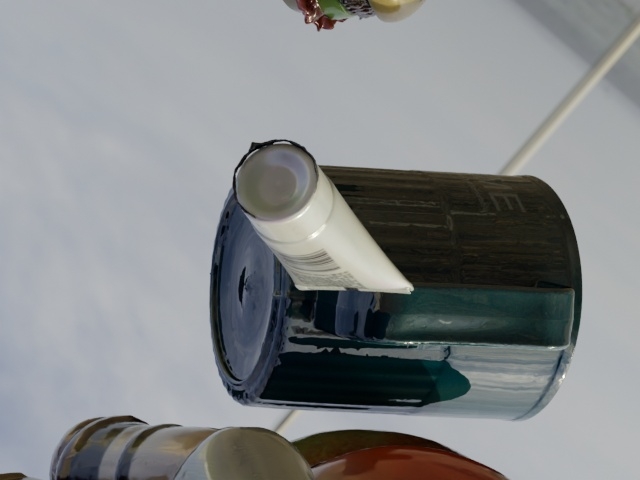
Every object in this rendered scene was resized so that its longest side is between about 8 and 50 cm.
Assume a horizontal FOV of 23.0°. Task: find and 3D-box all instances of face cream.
[{"bbox_3d":[0.000,0.000,1.098,0.092,0.058,0.244,2,162,14],"label":"face cream"}]

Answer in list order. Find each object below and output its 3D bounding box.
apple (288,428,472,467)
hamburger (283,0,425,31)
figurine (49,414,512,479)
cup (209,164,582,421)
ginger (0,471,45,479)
[{"bbox_3d":[0.039,0.339,1.394,0.348,0.348,0.277,46,167,28],"label":"apple"},{"bbox_3d":[0.045,-0.278,1.453,0.137,0.175,0.175,7,175,26],"label":"hamburger"},{"bbox_3d":[0.028,0.205,0.852,0.323,0.196,0.320,23,-154,-41],"label":"figurine"},{"bbox_3d":[0.068,0.065,1.465,0.292,0.242,0.308,4,-147,-21],"label":"cup"},{"bbox_3d":[-0.232,0.193,0.729,0.304,0.245,0.155,7,-169,11],"label":"ginger"}]
